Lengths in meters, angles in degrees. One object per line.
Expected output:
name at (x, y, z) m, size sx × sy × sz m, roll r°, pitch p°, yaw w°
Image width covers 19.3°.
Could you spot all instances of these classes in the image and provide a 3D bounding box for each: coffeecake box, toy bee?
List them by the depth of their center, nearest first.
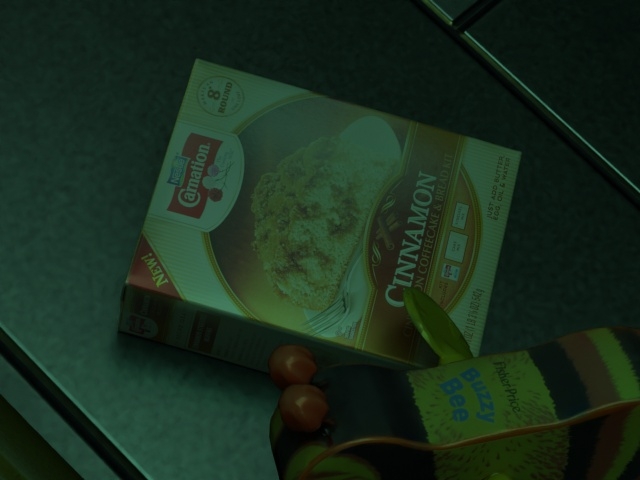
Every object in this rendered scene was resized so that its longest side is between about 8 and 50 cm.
toy bee at (0.047, 0.107, 0.854) m, size 0.298 × 0.162 × 0.195 m, roll -35°, pitch 43°, yaw -14°
coffeecake box at (0.000, 0.000, 1.010) m, size 0.185 × 0.068 × 0.142 m, roll 16°, pitch 63°, yaw -2°

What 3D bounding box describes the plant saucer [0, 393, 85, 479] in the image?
plant saucer at (-0.233, 0.157, 0.759) m, size 0.081 × 0.333 × 0.333 m, roll 3°, pitch 52°, yaw 41°
